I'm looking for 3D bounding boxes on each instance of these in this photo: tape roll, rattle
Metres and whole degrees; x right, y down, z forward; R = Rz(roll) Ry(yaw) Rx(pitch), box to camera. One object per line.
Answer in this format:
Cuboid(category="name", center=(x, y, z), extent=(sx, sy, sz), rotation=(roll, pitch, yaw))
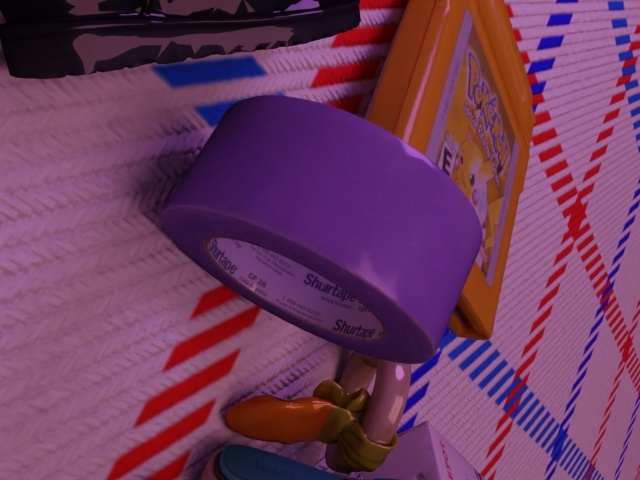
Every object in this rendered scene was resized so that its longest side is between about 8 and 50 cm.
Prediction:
Cuboid(category="tape roll", center=(0.000, 0.000, 0.403), extent=(0.189, 0.189, 0.080), rotation=(49, 61, -45))
Cuboid(category="rattle", center=(0.012, 0.098, 0.572), extent=(0.130, 0.142, 0.200), rotation=(98, 6, -62))

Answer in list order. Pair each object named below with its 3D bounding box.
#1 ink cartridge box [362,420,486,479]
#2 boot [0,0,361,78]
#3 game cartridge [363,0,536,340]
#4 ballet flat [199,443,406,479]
Cuboid(category="ink cartridge box", center=(0.132, 0.297, 0.609), extent=(0.203, 0.085, 0.148), rotation=(48, 21, -29))
Cuboid(category="boot", center=(-0.071, -0.207, 0.334), extent=(0.246, 0.094, 0.207), rotation=(-23, 121, -39))
Cuboid(category="game cartridge", center=(0.147, -0.105, 0.631), extent=(0.285, 0.052, 0.324), rotation=(49, 54, -45))
Cuboid(category="ballet flat", center=(0.025, 0.223, 0.485), extent=(0.086, 0.248, 0.086), rotation=(-164, -90, -89))
